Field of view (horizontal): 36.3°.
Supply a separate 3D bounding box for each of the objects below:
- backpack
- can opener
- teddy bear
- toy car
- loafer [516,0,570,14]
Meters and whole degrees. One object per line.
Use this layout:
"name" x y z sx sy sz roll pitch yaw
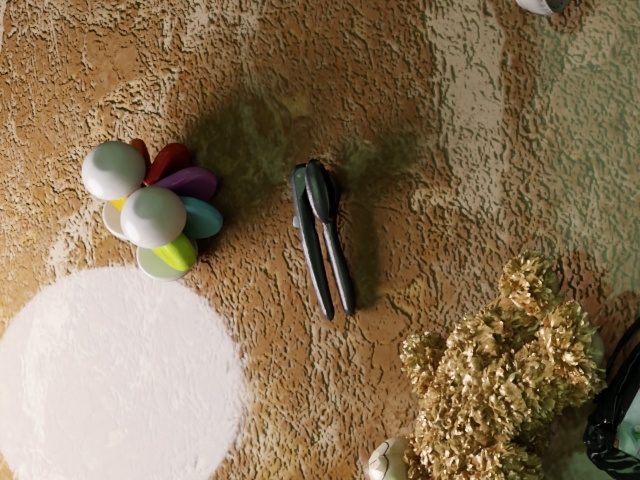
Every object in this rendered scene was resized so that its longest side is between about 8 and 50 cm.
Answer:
"backpack" 0.327 0.134 0.896 0.115 0.152 0.182 30 101 9
"can opener" 0.000 0.000 1.111 0.059 0.073 0.186 -7 96 20
"teddy bear" 0.145 0.165 0.950 0.338 0.113 0.245 -47 43 38
"toy car" -0.192 -0.050 1.181 0.136 0.159 0.182 -37 68 -15
"loafer" 0.292 -0.356 0.922 0.111 0.112 0.320 37 106 32
